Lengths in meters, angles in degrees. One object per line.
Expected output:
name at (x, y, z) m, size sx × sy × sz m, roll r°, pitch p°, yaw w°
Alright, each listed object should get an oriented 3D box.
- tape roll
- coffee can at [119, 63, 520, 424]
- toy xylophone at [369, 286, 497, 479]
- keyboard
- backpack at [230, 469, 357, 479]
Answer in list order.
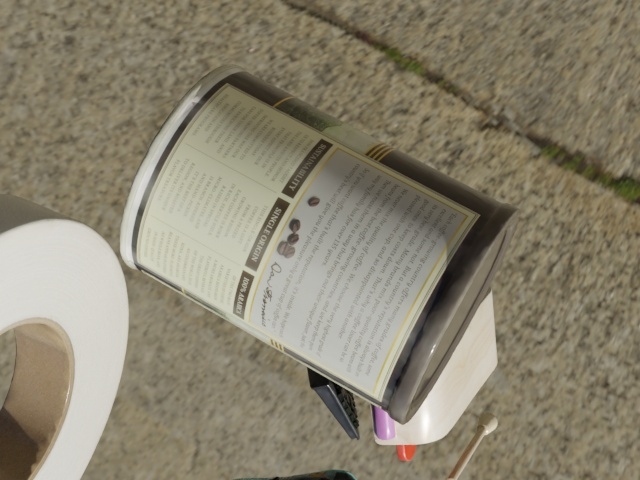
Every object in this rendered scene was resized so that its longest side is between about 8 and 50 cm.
tape roll at (-0.308, 0.152, 1.013) m, size 0.072 × 0.392 × 0.392 m, roll 20°, pitch 116°, yaw 20°
coffee can at (0.000, 0.000, 0.979) m, size 0.275 × 0.201 × 0.201 m, roll 29°, pitch 118°, yaw 12°
toy xylophone at (0.164, 0.183, 1.548) m, size 0.081 × 0.323 × 0.236 m, roll 2°, pitch 102°, yaw 27°
keyboard at (-0.009, 0.094, 1.505) m, size 0.033 × 0.317 × 0.201 m, roll -28°, pitch 124°, yaw 10°
backpack at (-0.043, 0.339, 1.247) m, size 0.188 × 0.144 × 0.166 m, roll -1°, pitch 124°, yaw 29°
